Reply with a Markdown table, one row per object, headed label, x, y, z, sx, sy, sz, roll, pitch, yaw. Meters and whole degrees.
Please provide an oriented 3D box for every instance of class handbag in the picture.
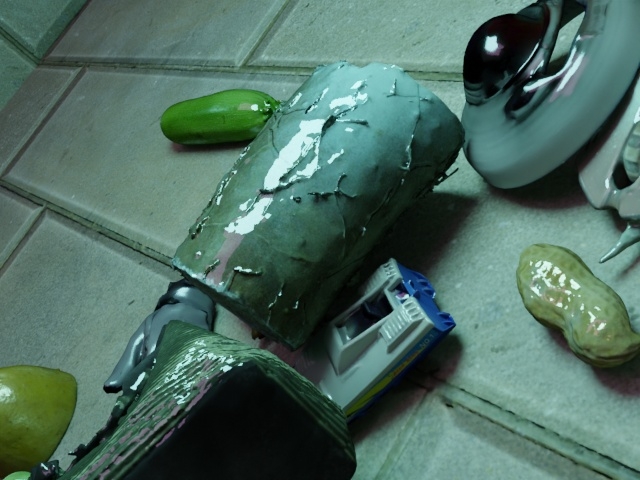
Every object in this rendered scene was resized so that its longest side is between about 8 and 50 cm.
| label | x | y | z | sx | sy | sz | roll | pitch | yaw |
| --- | --- | --- | --- | --- | --- | --- | --- | --- | --- |
| handbag | -0.150 | 0.248 | 0.771 | 0.341 | 0.247 | 0.240 | -47 | 26 | -10 |

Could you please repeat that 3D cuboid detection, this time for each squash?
| label | x | y | z | sx | sy | sz | roll | pitch | yaw |
| --- | --- | --- | --- | --- | --- | --- | --- | --- | --- |
| squash | -0.194 | -0.237 | 1.457 | 0.378 | 0.101 | 0.101 | 5 | 61 | 44 |

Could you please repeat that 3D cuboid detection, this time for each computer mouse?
| label | x | y | z | sx | sy | sz | roll | pitch | yaw |
| --- | --- | --- | --- | --- | --- | --- | --- | --- | --- |
| computer mouse | 0.388 | -0.148 | 0.798 | 0.389 | 0.115 | 0.199 | -51 | 34 | -5 |

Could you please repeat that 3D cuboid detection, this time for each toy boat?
| label | x | y | z | sx | sy | sz | roll | pitch | yaw |
| --- | --- | --- | --- | --- | --- | --- | --- | --- | --- |
| toy boat | 0.019 | 0.159 | 0.906 | 0.295 | 0.088 | 0.129 | -46 | 36 | 16 |

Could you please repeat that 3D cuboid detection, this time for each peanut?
| label | x | y | z | sx | sy | sz | roll | pitch | yaw |
| --- | --- | --- | --- | --- | --- | --- | --- | --- | --- |
| peanut | 0.254 | 0.066 | 0.766 | 0.080 | 0.080 | 0.174 | -42 | 37 | 8 |

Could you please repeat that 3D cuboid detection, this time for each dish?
| label | x | y | z | sx | sy | sz | roll | pitch | yaw |
| --- | --- | --- | --- | --- | --- | --- | --- | --- | --- |
| dish | 0.239 | -0.211 | 0.905 | 0.273 | 0.133 | 0.273 | -50 | 21 | 27 |

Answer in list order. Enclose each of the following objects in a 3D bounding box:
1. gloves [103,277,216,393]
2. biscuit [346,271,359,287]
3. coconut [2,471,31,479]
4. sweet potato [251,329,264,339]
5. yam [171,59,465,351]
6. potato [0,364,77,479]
| label | x | y | z | sx | sy | sz | roll | pitch | yaw |
| --- | --- | --- | --- | --- | --- | --- | --- | --- | --- |
| gloves | -0.228 | 0.166 | 1.112 | 0.119 | 0.142 | 0.286 | -46 | 27 | 53 |
| biscuit | 0.000 | 0.000 | 1.104 | 0.121 | 0.040 | 0.200 | -23 | 44 | 24 |
| coconut | -0.466 | 0.404 | 1.166 | 0.088 | 0.087 | 0.096 | -55 | 18 | -9 |
| sweet potato | -0.111 | 0.012 | 1.156 | 0.124 | 0.098 | 0.310 | -23 | 48 | 33 |
| yam | -0.010 | -0.041 | 0.940 | 0.241 | 0.241 | 0.348 | 18 | 63 | 50 |
| potato | -0.531 | 0.288 | 1.281 | 0.203 | 0.158 | 0.178 | -48 | 38 | -7 |
